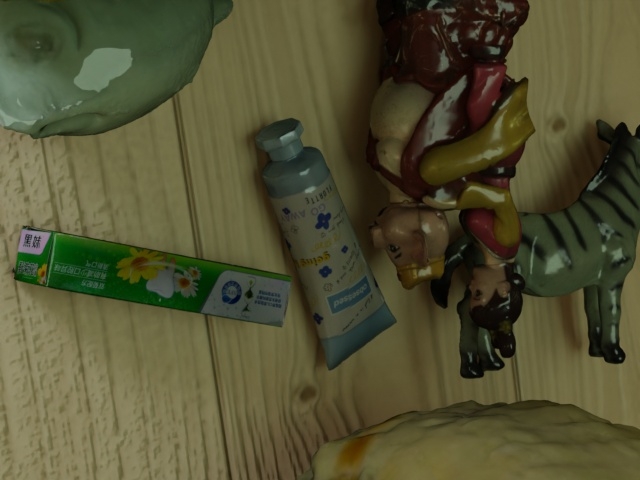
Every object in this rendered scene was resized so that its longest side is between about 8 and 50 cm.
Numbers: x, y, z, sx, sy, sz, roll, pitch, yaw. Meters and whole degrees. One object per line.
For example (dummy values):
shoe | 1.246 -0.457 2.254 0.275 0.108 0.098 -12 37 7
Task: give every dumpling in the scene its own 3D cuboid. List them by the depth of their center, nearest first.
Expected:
dumpling | -0.143 -0.129 1.127 0.219 0.153 0.108 -37 158 -49

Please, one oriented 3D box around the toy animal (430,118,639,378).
toy animal | 0.170 0.005 1.372 0.217 0.073 0.176 -8 94 -30

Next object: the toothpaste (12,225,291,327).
toothpaste | -0.103 0.023 1.196 0.178 0.043 0.037 11 86 -35

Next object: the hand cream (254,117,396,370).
hand cream | 0.000 0.000 1.268 0.065 0.043 0.170 -34 118 -26

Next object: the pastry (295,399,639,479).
pastry | 0.125 0.289 1.189 0.313 0.388 0.388 28 79 -37

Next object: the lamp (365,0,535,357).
lamp | 0.085 -0.050 1.279 0.118 0.118 0.253 0 95 -35
